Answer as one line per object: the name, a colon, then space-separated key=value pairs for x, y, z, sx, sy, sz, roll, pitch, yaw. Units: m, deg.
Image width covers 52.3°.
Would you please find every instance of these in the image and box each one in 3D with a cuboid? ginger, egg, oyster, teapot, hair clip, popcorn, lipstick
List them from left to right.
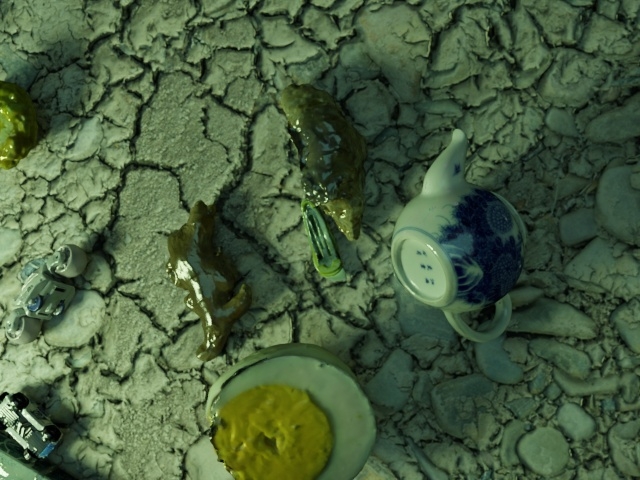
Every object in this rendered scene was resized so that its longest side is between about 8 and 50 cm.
popcorn: x=-0.704 y=-0.247 z=1.414 sx=0.197 sy=0.155 sz=0.198 roll=1 pitch=85 yaw=-13
lipstick: x=-0.625 y=0.518 z=1.418 sx=0.289 sy=0.077 sz=0.076 roll=26 pitch=92 yaw=8
ginger: x=-0.238 y=0.082 z=1.380 sx=0.166 sy=0.080 sz=0.333 roll=-19 pitch=83 yaw=18
egg: x=-0.061 y=0.327 z=1.292 sx=0.337 sy=0.201 sz=0.337 roll=-3 pitch=111 yaw=-7
hair clip: x=0.000 y=0.000 z=1.376 sx=0.060 sy=0.033 sz=0.188 roll=-19 pitch=89 yaw=8
oyster: x=0.015 y=-0.165 z=1.339 sx=0.166 sy=0.110 sz=0.341 roll=-8 pitch=88 yaw=7
teapot: x=0.285 y=0.001 z=1.255 sx=0.280 sy=0.252 sz=0.424 roll=-28 pitch=108 yaw=-30

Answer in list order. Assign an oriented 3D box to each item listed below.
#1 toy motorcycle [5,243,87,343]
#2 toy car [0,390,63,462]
toy motorcycle: x=-0.605 y=0.109 z=1.424 sx=0.112 sy=0.112 sz=0.254 roll=36 pitch=94 yaw=6
toy car: x=-0.643 y=0.398 z=1.426 sx=0.170 sy=0.070 sz=0.080 roll=42 pitch=94 yaw=4
